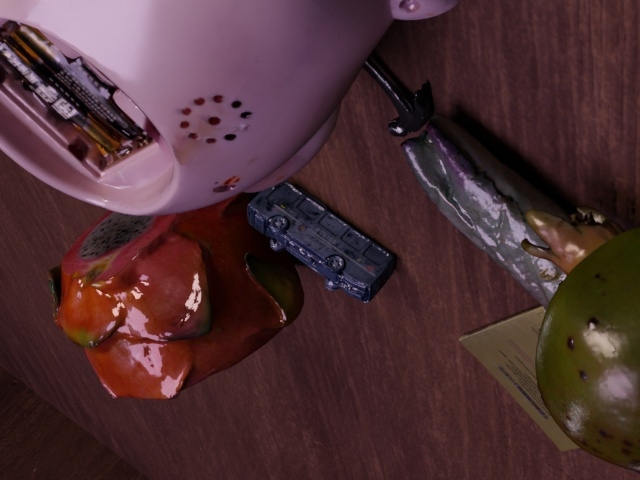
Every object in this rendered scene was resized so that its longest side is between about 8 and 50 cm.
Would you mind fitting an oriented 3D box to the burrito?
[{"bbox_3d":[0.193,0.010,1.178,0.309,0.066,0.096,41,151,7],"label":"burrito"}]

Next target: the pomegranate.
[{"bbox_3d":[0.236,0.068,1.040,0.246,0.198,0.198,33,154,18],"label":"pomegranate"}]

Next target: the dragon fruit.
[{"bbox_3d":[-0.177,0.038,1.575,0.291,0.291,0.189,6,129,56],"label":"dragon fruit"}]

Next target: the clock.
[{"bbox_3d":[-0.112,-0.189,1.053,0.377,0.250,0.368,-22,122,44],"label":"clock"}]

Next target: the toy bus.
[{"bbox_3d":[0.000,0.000,1.478,0.166,0.065,0.047,36,155,16],"label":"toy bus"}]

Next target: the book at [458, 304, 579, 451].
[{"bbox_3d":[0.236,0.143,1.391,0.168,0.013,0.192,47,157,-4],"label":"book"}]

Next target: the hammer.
[{"bbox_3d":[0.024,-0.174,1.206,0.201,0.021,0.078,47,156,-7],"label":"hammer"}]
